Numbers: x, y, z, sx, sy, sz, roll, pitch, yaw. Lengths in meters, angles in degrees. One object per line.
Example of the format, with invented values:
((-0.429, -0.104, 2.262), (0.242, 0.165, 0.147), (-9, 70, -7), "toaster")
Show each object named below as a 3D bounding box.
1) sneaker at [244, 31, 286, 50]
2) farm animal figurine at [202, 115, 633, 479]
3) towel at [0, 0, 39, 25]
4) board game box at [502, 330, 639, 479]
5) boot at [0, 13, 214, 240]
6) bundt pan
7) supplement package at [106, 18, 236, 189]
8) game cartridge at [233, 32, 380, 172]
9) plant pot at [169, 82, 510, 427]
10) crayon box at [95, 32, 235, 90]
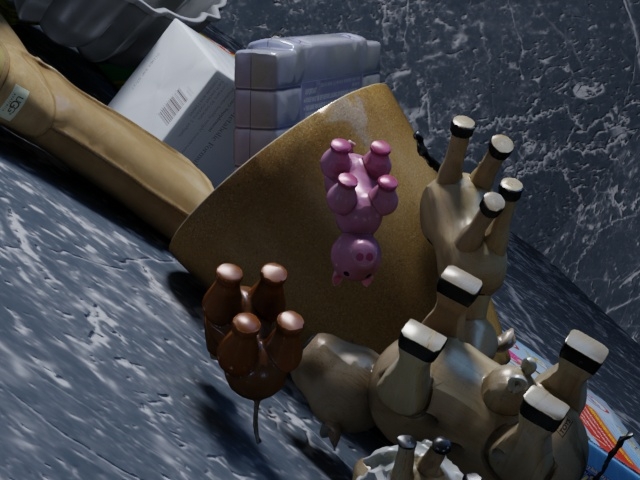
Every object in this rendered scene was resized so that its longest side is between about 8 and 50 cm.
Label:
((-0.056, -0.191, 1.886), (0.075, 0.063, 0.170), (49, 11, 18), "sneaker")
((0.076, 0.087, 1.275), (0.330, 0.172, 0.327), (-29, 59, -36), "farm animal figurine")
((-0.299, -0.300, 2.189), (0.237, 0.021, 0.102), (-5, 32, -31), "towel")
((0.190, 0.168, 1.756), (0.302, 0.086, 0.308), (35, 8, -12), "board game box")
((-0.238, -0.116, 1.601), (0.269, 0.089, 0.236), (33, 16, -35), "boot")
((-0.277, -0.326, 2.049), (0.331, 0.124, 0.331), (32, 25, -17), "bundt pan")
((-0.096, -0.119, 1.984), (0.244, 0.139, 0.134), (30, 14, -39), "supplement package")
((-0.012, -0.098, 1.802), (0.068, 0.230, 0.355), (-1, 7, 18), "game cartridge")
((0.039, 0.037, 1.484), (0.254, 0.237, 0.237), (53, 11, 9), "plant pot")
((-0.124, -0.180, 2.334), (0.363, 0.106, 0.313), (29, 11, -40), "crayon box")
